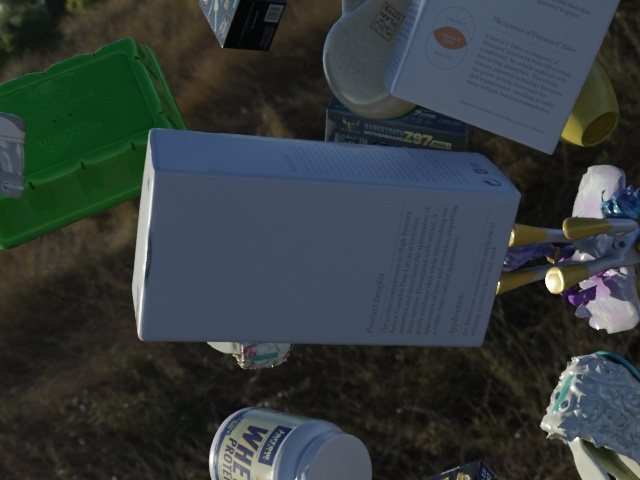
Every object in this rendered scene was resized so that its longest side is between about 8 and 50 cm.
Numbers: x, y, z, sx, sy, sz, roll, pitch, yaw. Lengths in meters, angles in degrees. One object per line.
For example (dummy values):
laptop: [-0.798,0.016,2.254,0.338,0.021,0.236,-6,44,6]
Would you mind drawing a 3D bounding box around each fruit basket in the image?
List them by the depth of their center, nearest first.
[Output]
fruit basket: [-0.413,-0.171,1.649,0.392,0.283,0.392,-24,-5,-2]

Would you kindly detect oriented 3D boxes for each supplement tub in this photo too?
supplement tub: [-0.068,0.508,2.231,0.325,0.235,0.235,1,37,47]

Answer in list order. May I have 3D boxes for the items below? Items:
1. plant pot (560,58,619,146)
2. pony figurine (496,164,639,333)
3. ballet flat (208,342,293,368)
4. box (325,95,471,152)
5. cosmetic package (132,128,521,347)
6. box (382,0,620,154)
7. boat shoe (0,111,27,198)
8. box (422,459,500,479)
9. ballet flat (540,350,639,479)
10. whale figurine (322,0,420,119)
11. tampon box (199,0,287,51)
plant pot: [0.392,-0.196,1.496,0.134,0.134,0.095,-32,54,-2]
pony figurine: [0.464,0.018,1.651,0.363,0.302,0.351,-7,-2,-21]
ballet flat: [-0.127,0.089,1.216,0.077,0.091,0.241,-18,27,-34]
box: [0.121,-0.134,1.653,0.233,0.183,0.059,11,39,10]
cosmetic package: [0.000,0.000,0.642,0.231,0.117,0.085,4,23,-15]
box: [0.238,-0.311,1.216,0.168,0.215,0.345,-91,22,-75]
boat shoe: [-0.502,-0.102,1.136,0.320,0.103,0.118,0,1,-22]
box: [0.181,0.562,1.758,0.257,0.079,0.322,-27,24,30]
ballet flat: [0.403,0.305,1.148,0.147,0.409,0.147,-44,5,5]
whale figurine: [0.124,-0.306,1.463,0.141,0.216,0.272,-11,-42,-56]
tampon box: [-0.155,-0.468,1.957,0.101,0.120,0.161,-1,46,-31]
